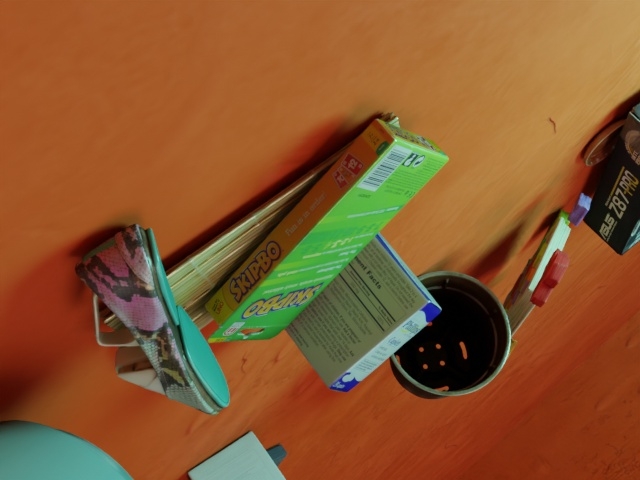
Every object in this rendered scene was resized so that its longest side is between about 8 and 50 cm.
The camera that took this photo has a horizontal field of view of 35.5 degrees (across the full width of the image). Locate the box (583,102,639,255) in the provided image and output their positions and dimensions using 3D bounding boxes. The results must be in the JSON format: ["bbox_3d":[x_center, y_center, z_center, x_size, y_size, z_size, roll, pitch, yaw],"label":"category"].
[{"bbox_3d":[0.578,-0.179,1.452,0.395,0.097,0.318,-36,160,-13],"label":"box"}]

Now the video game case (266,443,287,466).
[{"bbox_3d":[-0.182,0.433,1.572,0.196,0.026,0.274,-16,148,-45],"label":"video game case"}]

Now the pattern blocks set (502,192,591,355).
[{"bbox_3d":[0.304,0.063,1.451,0.285,0.026,0.325,-56,172,-43],"label":"pattern blocks set"}]

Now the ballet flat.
[{"bbox_3d":[-0.141,0.075,0.820,0.079,0.077,0.222,-19,137,-1],"label":"ballet flat"}]

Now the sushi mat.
[{"bbox_3d":[-0.050,0.002,0.925,0.316,0.019,0.151,-36,157,-10],"label":"sushi mat"}]

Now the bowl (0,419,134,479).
[{"bbox_3d":[-0.250,0.275,0.837,0.163,0.311,0.312,-45,171,-52],"label":"bowl"}]

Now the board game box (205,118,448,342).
[{"bbox_3d":[0.000,0.000,0.927,0.259,0.039,0.124,-49,156,17],"label":"board game box"}]

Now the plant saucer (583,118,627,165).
[{"bbox_3d":[0.391,-0.136,1.366,0.083,0.013,0.083,-32,158,-15],"label":"plant saucer"}]

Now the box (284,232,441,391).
[{"bbox_3d":[0.033,0.066,1.038,0.137,0.126,0.072,-41,157,7],"label":"box"}]

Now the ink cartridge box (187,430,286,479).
[{"bbox_3d":[-0.082,0.380,1.368,0.109,0.209,0.062,-30,155,-20],"label":"ink cartridge box"}]

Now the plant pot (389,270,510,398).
[{"bbox_3d":[0.163,0.144,1.384,0.167,0.167,0.165,-34,167,-12],"label":"plant pot"}]
